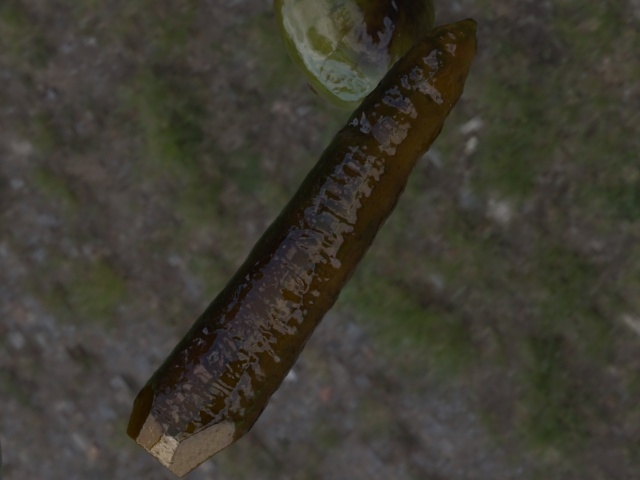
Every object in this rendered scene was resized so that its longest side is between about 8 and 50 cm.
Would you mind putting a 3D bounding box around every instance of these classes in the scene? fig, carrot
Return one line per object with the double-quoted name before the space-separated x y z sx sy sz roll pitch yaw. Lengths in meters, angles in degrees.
"fig" 0.028 -0.175 1.312 0.120 0.136 0.153 7 107 43
"carrot" 0.000 0.000 0.973 0.066 0.314 0.066 36 174 5

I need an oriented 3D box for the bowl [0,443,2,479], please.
"bowl" -0.305 0.110 1.078 0.313 0.313 0.146 47 114 5
